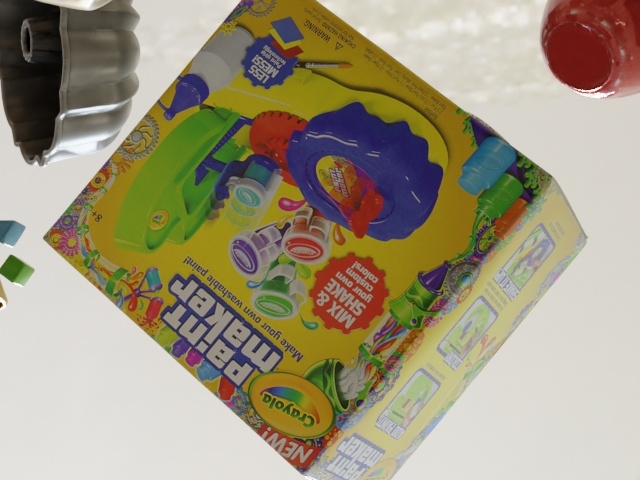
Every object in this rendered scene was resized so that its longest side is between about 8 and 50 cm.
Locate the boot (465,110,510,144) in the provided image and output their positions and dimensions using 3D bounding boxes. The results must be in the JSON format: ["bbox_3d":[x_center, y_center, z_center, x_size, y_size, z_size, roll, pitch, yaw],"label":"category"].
[{"bbox_3d":[0.125,-0.065,2.041,0.076,0.189,0.208,44,-67,34],"label":"boot"}]

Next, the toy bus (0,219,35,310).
[{"bbox_3d":[-0.422,0.065,1.928,0.202,0.191,0.104,-69,157,-7],"label":"toy bus"}]

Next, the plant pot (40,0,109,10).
[{"bbox_3d":[-0.251,-0.350,1.678,0.191,0.284,0.284,48,-18,-3],"label":"plant pot"}]

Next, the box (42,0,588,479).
[{"bbox_3d":[0.000,0.000,1.274,0.290,0.279,0.177,39,-1,24],"label":"box"}]

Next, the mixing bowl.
[{"bbox_3d":[0.324,-0.233,1.903,0.181,0.098,0.181,23,-47,28],"label":"mixing bowl"}]

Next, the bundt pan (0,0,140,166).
[{"bbox_3d":[-0.323,-0.262,2.123,0.331,0.124,0.331,174,-90,-66],"label":"bundt pan"}]
